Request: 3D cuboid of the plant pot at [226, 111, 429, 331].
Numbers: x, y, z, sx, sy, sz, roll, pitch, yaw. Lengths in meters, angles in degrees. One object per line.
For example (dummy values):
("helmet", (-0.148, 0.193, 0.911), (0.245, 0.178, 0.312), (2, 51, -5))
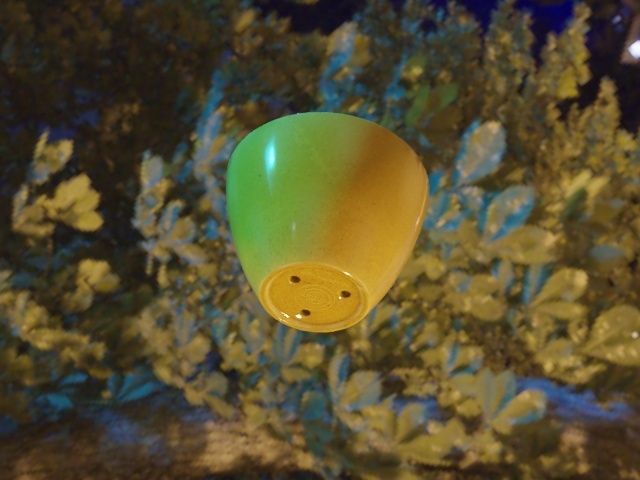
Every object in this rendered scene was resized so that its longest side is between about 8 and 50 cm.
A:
("plant pot", (0.000, 0.000, 0.717), (0.134, 0.134, 0.095), (39, -140, -31))
